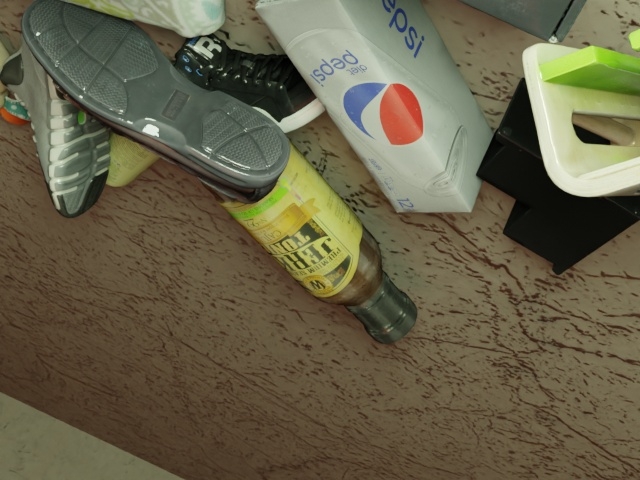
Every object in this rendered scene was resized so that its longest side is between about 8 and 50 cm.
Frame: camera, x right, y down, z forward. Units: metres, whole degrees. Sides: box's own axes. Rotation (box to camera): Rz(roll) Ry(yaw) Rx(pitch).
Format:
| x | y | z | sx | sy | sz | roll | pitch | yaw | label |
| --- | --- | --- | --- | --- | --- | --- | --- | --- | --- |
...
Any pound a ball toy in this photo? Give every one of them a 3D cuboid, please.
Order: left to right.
| x | y | z | sx | sy | sz | roll | pitch | yaw | label |
| --- | --- | --- | --- | --- | --- | --- | --- | --- | --- |
| 0.259 | -0.075 | 0.813 | 0.208 | 0.136 | 0.319 | -19 | 170 | 39 | pound a ball toy |

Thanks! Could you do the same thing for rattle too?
| x | y | z | sx | sy | sz | roll | pitch | yaw | label |
| --- | --- | --- | --- | --- | --- | --- | --- | --- | --- |
| -0.435 | -0.175 | 1.354 | 0.130 | 0.143 | 0.200 | -6 | 136 | 16 | rattle |

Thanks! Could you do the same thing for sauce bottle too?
| x | y | z | sx | sy | sz | roll | pitch | yaw | label |
| --- | --- | --- | --- | --- | --- | --- | --- | --- | --- |
| 0.000 | 0.000 | 1.311 | 0.111 | 0.111 | 0.344 | -6 | 138 | 45 | sauce bottle |

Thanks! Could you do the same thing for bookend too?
| x | y | z | sx | sy | sz | roll | pitch | yaw | label |
| --- | --- | --- | --- | --- | --- | --- | --- | --- | --- |
| 0.218 | -0.057 | 1.077 | 0.156 | 0.072 | 0.157 | 30 | 152 | -4 | bookend |

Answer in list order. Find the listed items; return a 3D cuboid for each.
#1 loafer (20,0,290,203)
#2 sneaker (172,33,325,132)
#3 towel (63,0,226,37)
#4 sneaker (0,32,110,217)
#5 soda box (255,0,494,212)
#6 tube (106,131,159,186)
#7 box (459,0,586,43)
| x | y | z | sx | sy | sz | roll | pitch | yaw | label |
| --- | --- | --- | --- | --- | --- | --- | --- | --- | --- |
| -0.174 | -0.131 | 1.113 | 0.302 | 0.109 | 0.095 | 33 | 150 | 2 | loafer |
| -0.080 | -0.170 | 1.126 | 0.217 | 0.079 | 0.121 | -8 | 135 | 47 | sneaker |
| -0.267 | -0.352 | 0.975 | 0.374 | 0.090 | 0.320 | 19 | 152 | 15 | towel |
| -0.326 | -0.148 | 1.328 | 0.132 | 0.086 | 0.229 | 25 | 124 | 32 | sneaker |
| 0.062 | -0.149 | 1.027 | 0.091 | 0.098 | 0.286 | 1 | 142 | 38 | soda box |
| -0.206 | -0.129 | 1.318 | 0.070 | 0.062 | 0.240 | 24 | 153 | -20 | tube |
| 0.043 | -0.337 | 0.666 | 0.394 | 0.097 | 0.318 | 26 | 134 | 1 | box |
